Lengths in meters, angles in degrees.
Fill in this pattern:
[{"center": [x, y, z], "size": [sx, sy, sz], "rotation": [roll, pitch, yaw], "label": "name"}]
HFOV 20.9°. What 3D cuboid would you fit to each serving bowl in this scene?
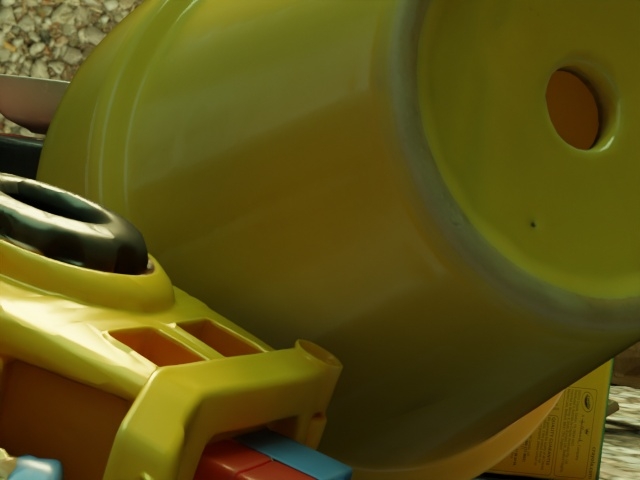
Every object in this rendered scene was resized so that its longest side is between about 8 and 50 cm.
[{"center": [-0.129, -0.066, 0.888], "size": [0.083, 0.027, 0.083], "rotation": [8, 1, 0], "label": "serving bowl"}]

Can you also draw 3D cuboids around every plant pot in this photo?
[{"center": [0.040, -0.023, 0.705], "size": [0.254, 0.254, 0.239], "rotation": [6, -15, -28], "label": "plant pot"}]

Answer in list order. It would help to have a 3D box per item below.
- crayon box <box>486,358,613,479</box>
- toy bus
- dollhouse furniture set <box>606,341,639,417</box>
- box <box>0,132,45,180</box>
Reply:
[{"center": [0.108, 0.010, 1.125], "size": [0.165, 0.278, 0.081], "rotation": [7, 2, -9], "label": "crayon box"}, {"center": [-0.081, 0.081, 0.547], "size": [0.211, 0.149, 0.220], "rotation": [25, 10, 23], "label": "toy bus"}, {"center": [0.152, 0.047, 1.465], "size": [0.242, 0.212, 0.161], "rotation": [-25, 20, -29], "label": "dollhouse furniture set"}, {"center": [-0.198, 0.027, 0.979], "size": [0.313, 0.179, 0.343], "rotation": [6, 1, 9], "label": "box"}]
